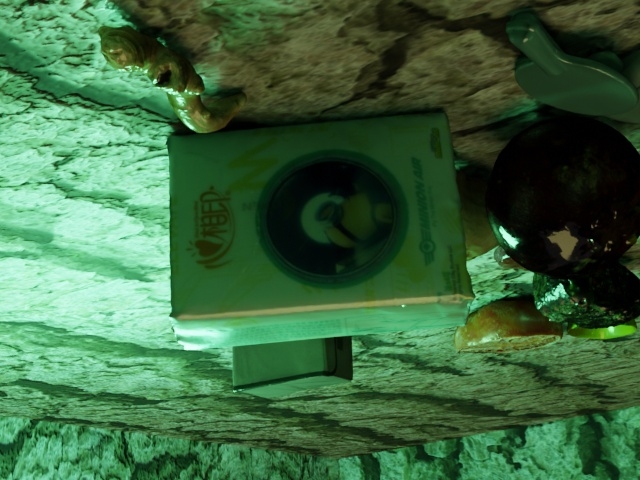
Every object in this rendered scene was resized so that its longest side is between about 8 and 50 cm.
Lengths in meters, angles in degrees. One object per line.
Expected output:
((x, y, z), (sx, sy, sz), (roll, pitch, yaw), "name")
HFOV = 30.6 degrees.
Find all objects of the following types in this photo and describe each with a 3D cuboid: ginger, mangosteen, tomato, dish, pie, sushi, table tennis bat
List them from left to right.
((-0.167, -0.185, 1.363), (0.089, 0.075, 0.288), (33, -179, 28), "ginger")
((0.211, -0.038, 1.771), (0.138, 0.152, 0.267), (-23, 158, 24), "ginger")
((0.403, 0.186, 2.536), (0.236, 0.095, 0.237), (-6, 164, -2), "tomato")
((0.390, 0.023, 2.139), (0.153, 0.038, 0.153), (-5, 163, -2), "pie")
((0.324, -0.068, 1.646), (0.231, 0.231, 0.289), (5, -167, -25), "mangosteen")
((0.291, -0.204, 1.414), (0.153, 0.040, 0.244), (8, 166, 39), "table tennis bat")
((0.522, 0.096, 2.251), (0.225, 0.124, 0.127), (15, 154, -31), "sushi")
((0.603, 0.159, 2.522), (0.148, 0.080, 0.208), (-4, 163, 12), "dish")

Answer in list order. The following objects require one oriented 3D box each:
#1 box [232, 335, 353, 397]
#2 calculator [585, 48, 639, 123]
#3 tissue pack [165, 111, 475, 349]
((-0.049, 0.138, 2.048), (0.188, 0.252, 0.153), (-12, 161, 20), "box")
((0.461, -0.197, 1.503), (0.298, 0.041, 0.185), (4, 160, -21), "calculator")
((-0.006, -0.014, 1.571), (0.388, 0.287, 0.162), (-5, 155, 1), "tissue pack")
